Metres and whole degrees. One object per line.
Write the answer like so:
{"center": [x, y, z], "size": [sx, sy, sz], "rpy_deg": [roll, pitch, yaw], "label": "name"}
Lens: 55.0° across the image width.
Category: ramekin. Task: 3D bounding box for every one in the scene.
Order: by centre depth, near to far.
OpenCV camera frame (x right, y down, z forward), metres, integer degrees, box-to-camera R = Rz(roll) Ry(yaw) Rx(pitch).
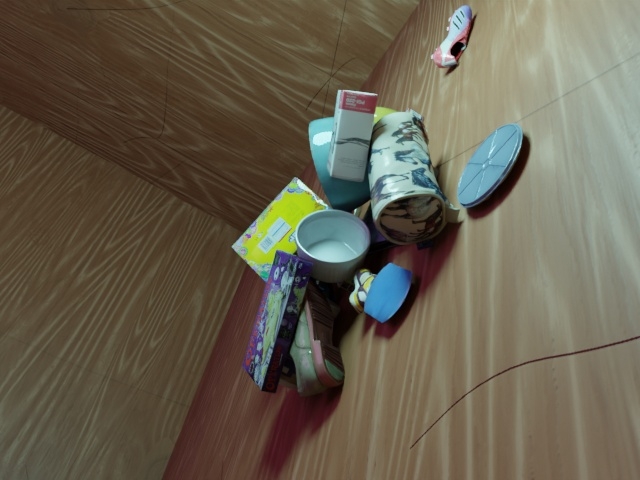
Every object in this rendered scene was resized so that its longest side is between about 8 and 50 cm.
{"center": [0.032, 0.022, 1.699], "size": [0.109, 0.207, 0.207], "rpy_deg": [94, -170, -45], "label": "ramekin"}

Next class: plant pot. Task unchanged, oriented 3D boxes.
{"center": [0.109, -0.238, 1.801], "size": [0.195, 0.290, 0.290], "rpy_deg": [-15, 29, 15], "label": "plant pot"}
{"center": [0.191, -0.389, 2.036], "size": [0.134, 0.095, 0.134], "rpy_deg": [-56, 13, 19], "label": "plant pot"}

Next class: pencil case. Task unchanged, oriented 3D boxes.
{"center": [0.208, -0.160, 1.493], "size": [0.410, 0.184, 0.160], "rpy_deg": [-90, 9, -51], "label": "pencil case"}

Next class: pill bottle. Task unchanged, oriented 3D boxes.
{"center": [-0.058, 0.278, 1.765], "size": [0.264, 0.153, 0.153], "rpy_deg": [-62, 12, 2], "label": "pill bottle"}

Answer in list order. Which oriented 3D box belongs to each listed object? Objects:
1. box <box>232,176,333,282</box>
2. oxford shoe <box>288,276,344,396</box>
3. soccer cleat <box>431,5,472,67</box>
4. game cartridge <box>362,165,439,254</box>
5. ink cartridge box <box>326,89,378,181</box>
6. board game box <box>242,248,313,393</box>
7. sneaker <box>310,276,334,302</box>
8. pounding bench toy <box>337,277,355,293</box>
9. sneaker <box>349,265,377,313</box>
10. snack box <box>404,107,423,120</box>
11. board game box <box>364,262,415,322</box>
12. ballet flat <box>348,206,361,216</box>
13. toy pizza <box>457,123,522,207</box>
{"center": [-0.070, 0.005, 1.927], "size": [0.290, 0.177, 0.279], "rpy_deg": [-48, -26, 1], "label": "box"}
{"center": [-0.040, 0.237, 1.594], "size": [0.130, 0.123, 0.348], "rpy_deg": [-33, 42, 22], "label": "oxford shoe"}
{"center": [0.450, -0.662, 2.001], "size": [0.095, 0.083, 0.248], "rpy_deg": [13, 67, 47], "label": "soccer cleat"}
{"center": [0.197, -0.080, 1.748], "size": [0.230, 0.068, 0.355], "rpy_deg": [-69, 13, -14], "label": "game cartridge"}
{"center": [0.078, -0.271, 1.580], "size": [0.158, 0.092, 0.218], "rpy_deg": [-103, 20, -76], "label": "ink cartridge box"}
{"center": [-0.119, 0.206, 1.639], "size": [0.208, 0.056, 0.346], "rpy_deg": [-162, 88, -73], "label": "board game box"}
{"center": [-0.020, 0.210, 1.898], "size": [0.079, 0.121, 0.217], "rpy_deg": [-69, -8, -61], "label": "sneaker"}
{"center": [0.090, 0.102, 1.756], "size": [0.083, 0.065, 0.052], "rpy_deg": [-59, 12, 10], "label": "pounding bench toy"}
{"center": [0.132, 0.115, 1.584], "size": [0.084, 0.069, 0.185], "rpy_deg": [-31, 20, 24], "label": "sneaker"}
{"center": [0.245, -0.306, 2.023], "size": [0.174, 0.070, 0.207], "rpy_deg": [-43, 23, 56], "label": "snack box"}
{"center": [0.166, 0.127, 1.431], "size": [0.133, 0.033, 0.169], "rpy_deg": [-61, 21, -2], "label": "board game box"}
{"center": [0.105, -0.143, 2.203], "size": [0.095, 0.096, 0.280], "rpy_deg": [64, -154, -48], "label": "ballet flat"}
{"center": [0.359, -0.153, 1.288], "size": [0.201, 0.032, 0.201], "rpy_deg": [-56, 13, 21], "label": "toy pizza"}
